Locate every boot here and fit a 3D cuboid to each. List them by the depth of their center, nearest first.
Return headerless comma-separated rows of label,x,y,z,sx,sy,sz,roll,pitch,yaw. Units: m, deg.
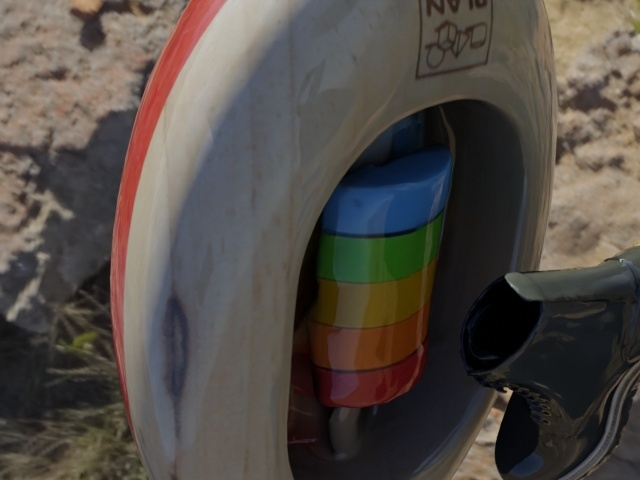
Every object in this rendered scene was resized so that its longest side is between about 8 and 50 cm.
boot,0.112,0.077,0.633,0.077,0.137,0.197,52,134,37

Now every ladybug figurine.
ladybug figurine,0.000,0.000,0.679,0.162,0.305,0.449,31,125,39
